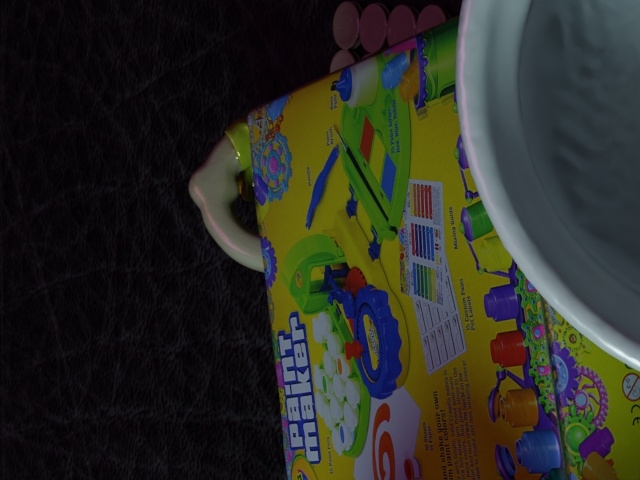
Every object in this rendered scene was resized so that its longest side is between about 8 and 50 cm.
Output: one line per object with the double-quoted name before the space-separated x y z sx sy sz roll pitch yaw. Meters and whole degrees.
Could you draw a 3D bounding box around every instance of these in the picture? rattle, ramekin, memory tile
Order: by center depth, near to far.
"ramekin" 0.197 -0.070 0.701 0.135 0.277 0.277 -9 -83 -86
"memory tile" 0.050 -0.118 1.174 0.148 0.012 0.113 16 106 56
"rattle" 0.000 0.000 1.224 0.200 0.130 0.142 35 154 14

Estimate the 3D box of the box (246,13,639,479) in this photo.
"box" 0.109 0.034 0.934 0.279 0.177 0.289 -15 80 57
